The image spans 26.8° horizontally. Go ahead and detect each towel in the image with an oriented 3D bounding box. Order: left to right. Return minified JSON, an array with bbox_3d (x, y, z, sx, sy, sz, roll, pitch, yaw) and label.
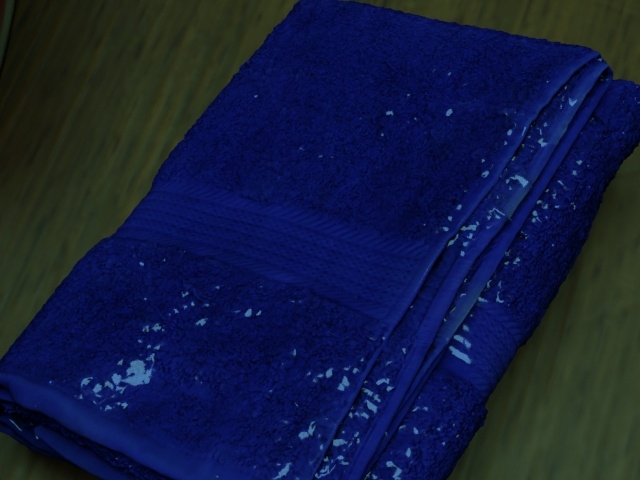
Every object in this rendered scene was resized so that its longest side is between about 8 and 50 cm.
[{"bbox_3d":[0.000,0.000,0.652,0.227,0.076,0.308,20,58,27],"label":"towel"}]

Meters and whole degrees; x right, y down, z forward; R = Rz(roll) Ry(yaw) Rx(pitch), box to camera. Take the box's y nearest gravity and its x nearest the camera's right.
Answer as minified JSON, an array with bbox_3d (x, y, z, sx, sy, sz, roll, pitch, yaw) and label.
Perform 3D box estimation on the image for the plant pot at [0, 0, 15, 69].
[{"bbox_3d":[-0.295,-0.167,0.704,0.243,0.275,0.275,7,65,-4],"label":"plant pot"}]
